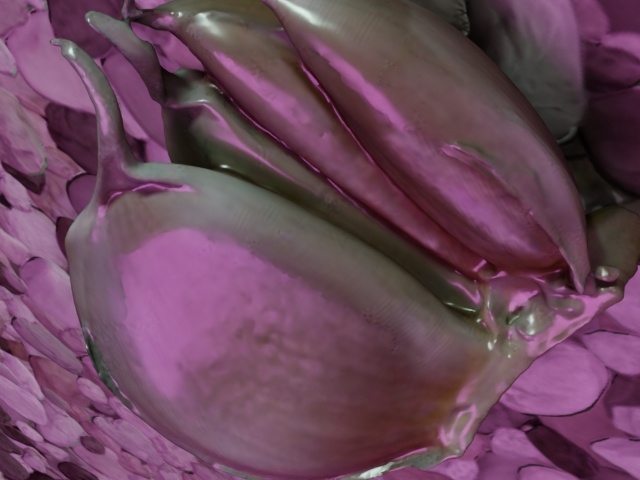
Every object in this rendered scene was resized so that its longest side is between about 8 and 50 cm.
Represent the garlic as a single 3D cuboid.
[{"bbox_3d":[0.000,0.000,0.508,0.292,0.210,0.237,28,152,-5],"label":"garlic"}]
